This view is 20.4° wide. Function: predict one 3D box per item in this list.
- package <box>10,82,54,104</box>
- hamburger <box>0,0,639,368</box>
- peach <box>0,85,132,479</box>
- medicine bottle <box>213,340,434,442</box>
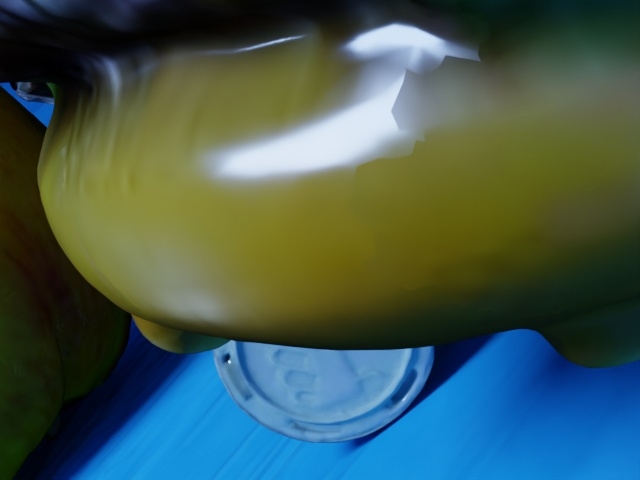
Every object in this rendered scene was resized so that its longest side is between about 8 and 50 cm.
[{"bbox_3d":[-0.067,-0.060,0.864,0.173,0.171,0.027,-152,73,-76],"label":"package"},{"bbox_3d":[0.072,-0.142,0.467,0.396,0.277,0.396,-24,17,8],"label":"hamburger"},{"bbox_3d":[-0.233,0.016,0.830,0.281,0.281,0.238,-29,18,39],"label":"peach"},{"bbox_3d":[0.000,0.000,0.676,0.074,0.074,0.218,-39,14,11],"label":"medicine bottle"}]
